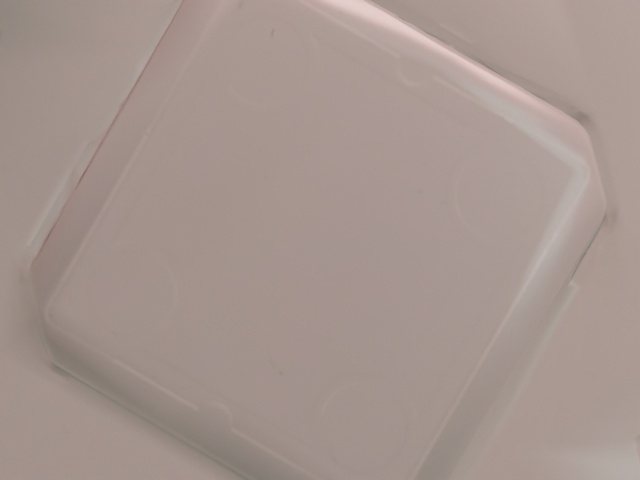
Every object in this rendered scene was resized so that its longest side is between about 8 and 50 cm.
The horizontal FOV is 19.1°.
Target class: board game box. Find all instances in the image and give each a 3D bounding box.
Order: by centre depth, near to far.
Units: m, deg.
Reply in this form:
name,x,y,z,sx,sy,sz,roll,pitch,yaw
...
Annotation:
name,x,y,z,sx,sy,sz,roll,pitch,yaw
board game box,0.000,0.000,0.468,0.390,0.050,0.390,-14,90,3
